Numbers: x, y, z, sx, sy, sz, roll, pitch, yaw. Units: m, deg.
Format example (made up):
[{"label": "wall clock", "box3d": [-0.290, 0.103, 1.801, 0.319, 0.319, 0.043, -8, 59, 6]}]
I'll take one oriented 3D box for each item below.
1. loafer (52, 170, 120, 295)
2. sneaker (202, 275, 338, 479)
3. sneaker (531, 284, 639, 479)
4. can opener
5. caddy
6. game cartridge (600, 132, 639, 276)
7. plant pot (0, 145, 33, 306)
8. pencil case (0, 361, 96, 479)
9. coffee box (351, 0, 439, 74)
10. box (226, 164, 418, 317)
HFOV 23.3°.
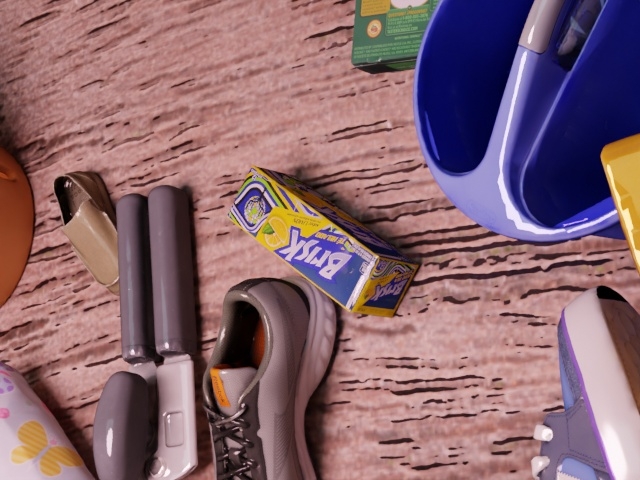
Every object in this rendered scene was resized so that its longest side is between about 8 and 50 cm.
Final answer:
[{"label": "loafer", "box3d": [-0.221, -0.008, 1.495, 0.056, 0.050, 0.148, -47, 56, 22]}, {"label": "sneaker", "box3d": [-0.060, 0.160, 1.296, 0.100, 0.108, 0.271, 0, 82, 37]}, {"label": "sneaker", "box3d": [0.161, 0.219, 1.089, 0.236, 0.130, 0.323, -27, 70, 27]}, {"label": "can opener", "box3d": [-0.153, 0.084, 1.400, 0.074, 0.093, 0.280, -11, 69, 26]}, {"label": "caddy", "box3d": [0.208, -0.157, 1.099, 0.241, 0.179, 0.341, 32, 102, 39]}, {"label": "game cartridge", "box3d": [0.364, 0.026, 0.932, 0.324, 0.053, 0.285, -20, 87, 23]}, {"label": "plant pot", "box3d": [-0.429, -0.020, 1.567, 0.291, 0.203, 0.291, -10, 74, 38]}, {"label": "pencil case", "box3d": [-0.268, 0.237, 1.444, 0.273, 0.113, 0.124, 48, 130, 34]}, {"label": "coffee box", "box3d": [0.086, -0.236, 1.301, 0.113, 0.040, 0.184, -3, 80, 38]}, {"label": "box", "box3d": [0.000, 0.000, 1.310, 0.169, 0.059, 0.054, 36, 106, 38]}]
